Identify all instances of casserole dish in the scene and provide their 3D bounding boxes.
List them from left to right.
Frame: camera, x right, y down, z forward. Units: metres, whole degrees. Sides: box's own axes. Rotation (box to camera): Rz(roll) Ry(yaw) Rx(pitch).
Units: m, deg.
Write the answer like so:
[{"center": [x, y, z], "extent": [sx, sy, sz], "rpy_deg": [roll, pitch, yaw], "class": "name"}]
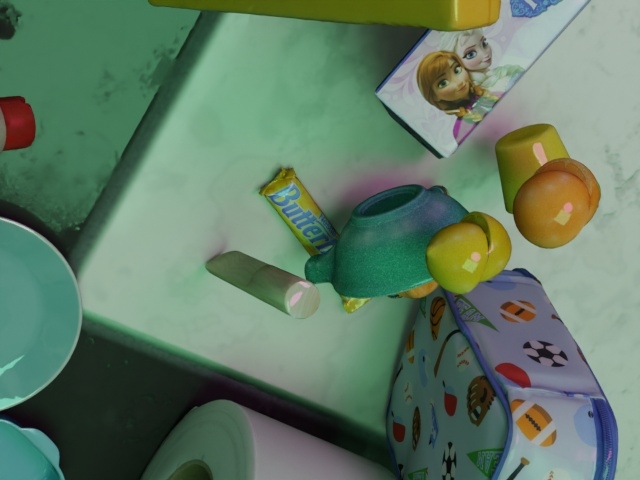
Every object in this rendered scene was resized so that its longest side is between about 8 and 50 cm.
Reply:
[{"center": [-0.316, 0.222, 0.964], "extent": [0.188, 0.037, 0.114], "rpy_deg": [-35, 118, 0], "class": "casserole dish"}]

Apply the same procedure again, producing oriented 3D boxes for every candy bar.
[{"center": [0.000, 0.000, 0.979], "extent": [0.040, 0.018, 0.161], "rpy_deg": [-37, 119, 0], "class": "candy bar"}]

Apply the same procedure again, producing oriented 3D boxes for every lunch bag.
[{"center": [0.139, 0.169, 0.941], "extent": [0.115, 0.303, 0.243], "rpy_deg": [7, 117, -9], "class": "lunch bag"}]

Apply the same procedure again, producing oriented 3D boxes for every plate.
[{"center": [-0.294, 0.060, 0.909], "extent": [0.188, 0.024, 0.188], "rpy_deg": [-7, 115, -14], "class": "plate"}]

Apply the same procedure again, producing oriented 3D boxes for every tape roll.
[{"center": [-0.059, 0.281, 0.954], "extent": [0.169, 0.246, 0.246], "rpy_deg": [27, 102, -26], "class": "tape roll"}]

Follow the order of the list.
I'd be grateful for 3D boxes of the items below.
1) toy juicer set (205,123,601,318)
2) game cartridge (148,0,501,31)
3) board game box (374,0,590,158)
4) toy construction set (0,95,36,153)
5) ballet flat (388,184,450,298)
[{"center": [0.072, 0.017, 0.868], "extent": [0.329, 0.209, 0.089], "rpy_deg": [-21, 108, 1], "class": "toy juicer set"}, {"center": [-0.019, -0.281, 0.672], "extent": [0.053, 0.324, 0.285], "rpy_deg": [-17, 113, -37], "class": "game cartridge"}, {"center": [0.170, -0.196, 0.787], "extent": [0.066, 0.318, 0.318], "rpy_deg": [42, 96, 1], "class": "board game box"}, {"center": [-0.241, -0.214, 0.702], "extent": [0.309, 0.237, 0.257], "rpy_deg": [-31, 137, -24], "class": "toy construction set"}, {"center": [0.093, 0.002, 1.002], "extent": [0.041, 0.041, 0.114], "rpy_deg": [19, 106, -24], "class": "ballet flat"}]
